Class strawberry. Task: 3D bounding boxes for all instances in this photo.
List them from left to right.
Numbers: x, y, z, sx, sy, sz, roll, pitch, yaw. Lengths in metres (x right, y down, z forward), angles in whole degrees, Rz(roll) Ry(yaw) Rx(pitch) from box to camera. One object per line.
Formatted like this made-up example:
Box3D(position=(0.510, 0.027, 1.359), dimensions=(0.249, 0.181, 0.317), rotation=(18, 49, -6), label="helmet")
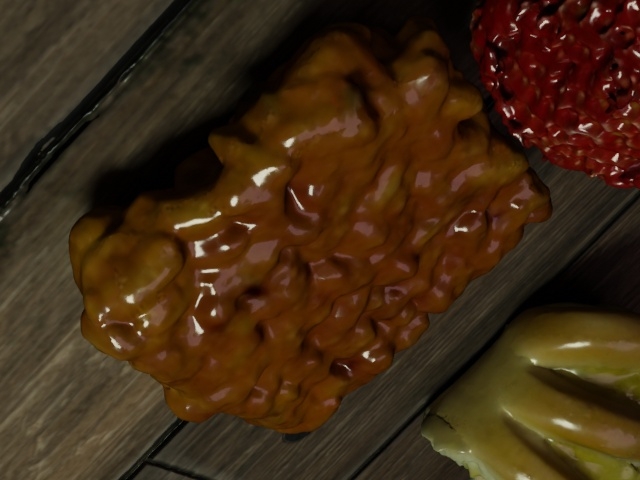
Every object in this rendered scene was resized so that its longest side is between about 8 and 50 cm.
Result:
Box3D(position=(0.179, -0.097, 0.633), dimensions=(0.188, 0.286, 0.106), rotation=(28, 90, -8), label="strawberry")

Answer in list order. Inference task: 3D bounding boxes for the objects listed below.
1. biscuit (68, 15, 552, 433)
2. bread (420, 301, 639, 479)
Box3D(position=(0.000, 0.000, 0.743), dimensions=(0.312, 0.110, 0.318), rotation=(-43, 142, 6), label="biscuit")
Box3D(position=(0.283, 0.198, 1.089), dimensions=(0.270, 0.211, 0.316), rotation=(-44, 145, 2), label="bread")
